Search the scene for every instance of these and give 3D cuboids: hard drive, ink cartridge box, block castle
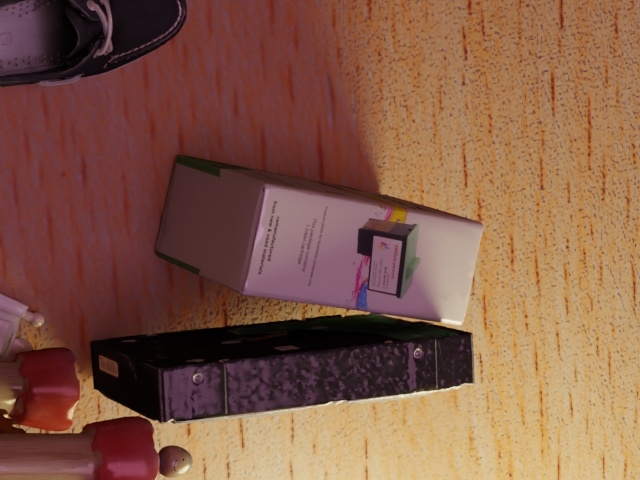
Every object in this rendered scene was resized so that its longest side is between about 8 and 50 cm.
[{"bbox_3d":[-0.042,0.128,1.815,0.338,0.237,0.064,-6,96,-24],"label":"hard drive"},{"bbox_3d":[0.000,0.000,1.853,0.278,0.201,0.117,10,95,-32],"label":"ink cartridge box"},{"bbox_3d":[-0.279,0.352,1.697,0.212,0.303,0.453,4,101,-29],"label":"block castle"}]

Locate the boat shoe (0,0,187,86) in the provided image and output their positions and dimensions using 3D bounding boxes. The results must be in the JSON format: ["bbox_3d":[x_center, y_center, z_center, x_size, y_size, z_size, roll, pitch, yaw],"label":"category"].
[{"bbox_3d":[-0.256,-0.201,1.721,0.302,0.091,0.114,-18,110,-26],"label":"boat shoe"}]

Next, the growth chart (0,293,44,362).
[{"bbox_3d":[-0.391,0.142,1.758,0.172,0.021,0.237,37,81,-32],"label":"growth chart"}]
